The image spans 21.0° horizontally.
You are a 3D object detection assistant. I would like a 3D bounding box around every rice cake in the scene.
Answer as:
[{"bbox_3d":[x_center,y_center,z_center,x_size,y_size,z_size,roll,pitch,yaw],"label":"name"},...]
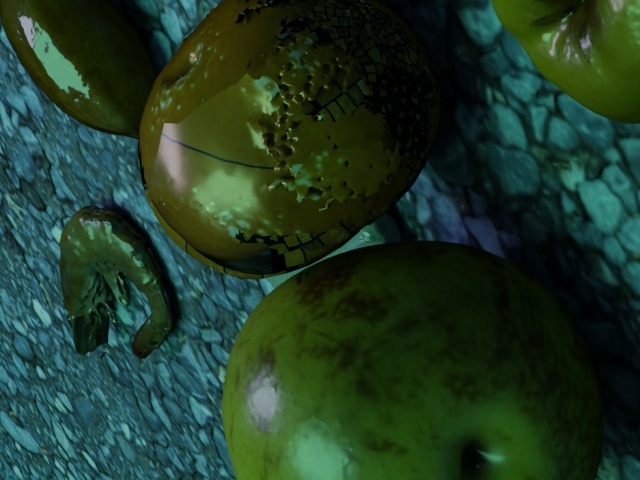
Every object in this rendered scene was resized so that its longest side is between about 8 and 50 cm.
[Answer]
[{"bbox_3d":[-0.001,0.000,1.479,0.080,0.042,0.222,55,152,-3],"label":"rice cake"}]

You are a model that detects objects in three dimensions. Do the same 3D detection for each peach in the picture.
[{"bbox_3d":[0.170,-0.152,0.976,0.179,0.103,0.179,41,152,28],"label":"peach"}]

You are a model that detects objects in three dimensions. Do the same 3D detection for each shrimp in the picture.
[{"bbox_3d":[-0.223,0.062,1.904,0.173,0.058,0.253,35,144,23],"label":"shrimp"}]

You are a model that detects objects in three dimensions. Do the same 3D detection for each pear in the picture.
[{"bbox_3d":[0.061,0.126,1.256,0.280,0.280,0.281,39,147,32],"label":"pear"}]

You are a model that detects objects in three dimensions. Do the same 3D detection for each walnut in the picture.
[{"bbox_3d":[-0.217,-0.172,1.596,0.207,0.116,0.116,50,152,1],"label":"walnut"}]

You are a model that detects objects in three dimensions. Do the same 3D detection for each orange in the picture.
[{"bbox_3d":[-0.028,-0.082,1.244,0.182,0.234,0.234,35,166,-33],"label":"orange"}]
